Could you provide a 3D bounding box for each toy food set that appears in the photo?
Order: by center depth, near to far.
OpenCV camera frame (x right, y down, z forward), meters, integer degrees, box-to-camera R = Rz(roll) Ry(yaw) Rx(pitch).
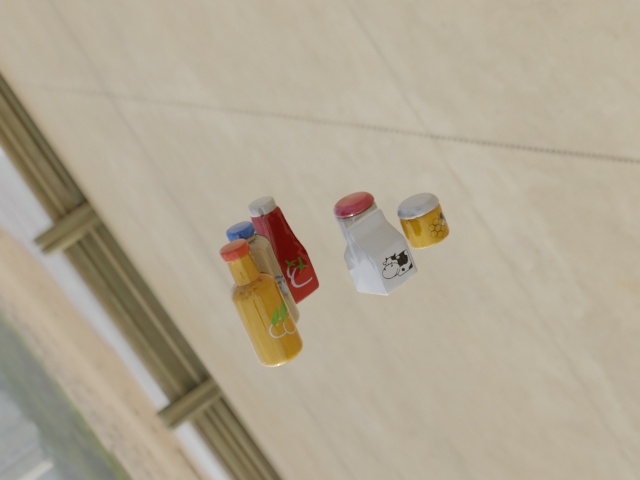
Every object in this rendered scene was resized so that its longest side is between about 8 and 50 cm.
[{"bbox_3d":[0.000,0.000,1.158,0.111,0.232,0.104,5,124,53],"label":"toy food set"}]
